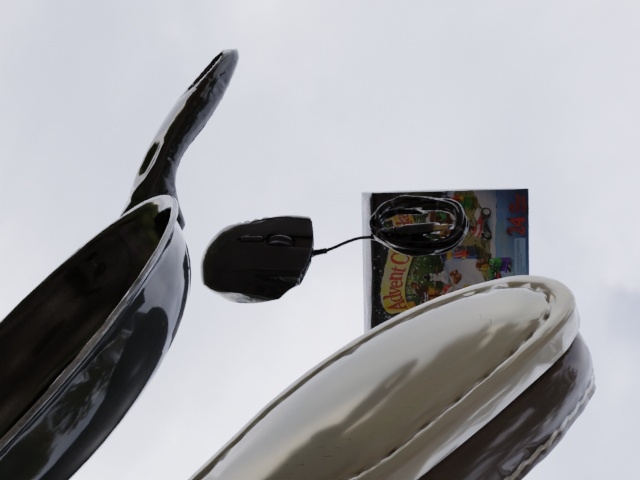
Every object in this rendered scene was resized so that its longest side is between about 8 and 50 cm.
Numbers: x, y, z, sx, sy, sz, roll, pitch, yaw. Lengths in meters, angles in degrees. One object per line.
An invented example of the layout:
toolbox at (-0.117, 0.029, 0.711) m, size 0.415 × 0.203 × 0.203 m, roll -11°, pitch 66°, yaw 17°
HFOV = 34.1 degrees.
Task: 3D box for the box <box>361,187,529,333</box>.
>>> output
box at (0.123, 0.066, 1.023) m, size 0.044 × 0.159 × 0.233 m, roll -163°, pitch -109°, yaw -77°

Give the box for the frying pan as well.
frying pan at (-0.118, 0.030, 0.495) m, size 0.197 × 0.053 × 0.326 m, roll -37°, pitch -162°, yaw 21°

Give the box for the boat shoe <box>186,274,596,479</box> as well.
boat shoe at (-0.013, 0.139, 0.434) m, size 0.324 × 0.097 × 0.116 m, roll -37°, pitch -164°, yaw -5°

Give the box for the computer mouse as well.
computer mouse at (0.000, 0.000, 0.814) m, size 0.242 × 0.041 × 0.071 m, roll -13°, pitch -131°, yaw 29°
